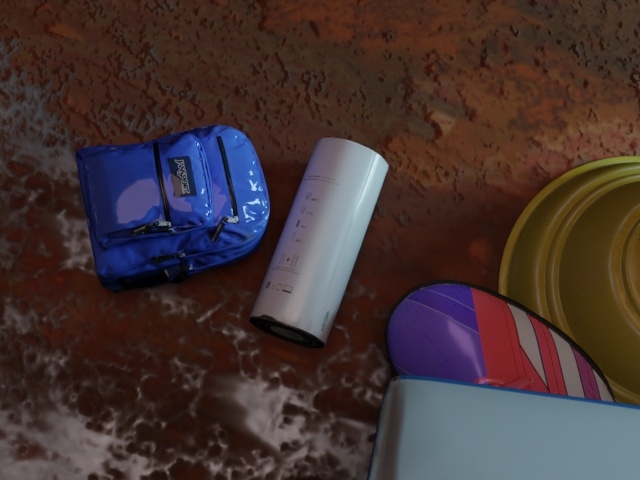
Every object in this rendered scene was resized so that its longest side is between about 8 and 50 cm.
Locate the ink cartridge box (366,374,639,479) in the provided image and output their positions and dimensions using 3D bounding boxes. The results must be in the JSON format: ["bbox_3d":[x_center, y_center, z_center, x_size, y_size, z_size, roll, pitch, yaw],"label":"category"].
[{"bbox_3d":[0.142,0.287,0.464,0.286,0.166,0.394,8,104,5],"label":"ink cartridge box"}]

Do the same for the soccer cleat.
[{"bbox_3d":[0.152,0.154,0.610,0.109,0.116,0.318,-42,82,18],"label":"soccer cleat"}]

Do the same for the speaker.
[{"bbox_3d":[0.000,0.000,0.687,0.055,0.055,0.136,19,74,1],"label":"speaker"}]

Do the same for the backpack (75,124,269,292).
[{"bbox_3d":[-0.092,-0.023,0.665,0.120,0.101,0.097,-10,82,-10],"label":"backpack"}]

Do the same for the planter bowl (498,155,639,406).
[{"bbox_3d":[0.235,0.031,0.677,0.217,0.090,0.217,1,75,-3],"label":"planter bowl"}]
